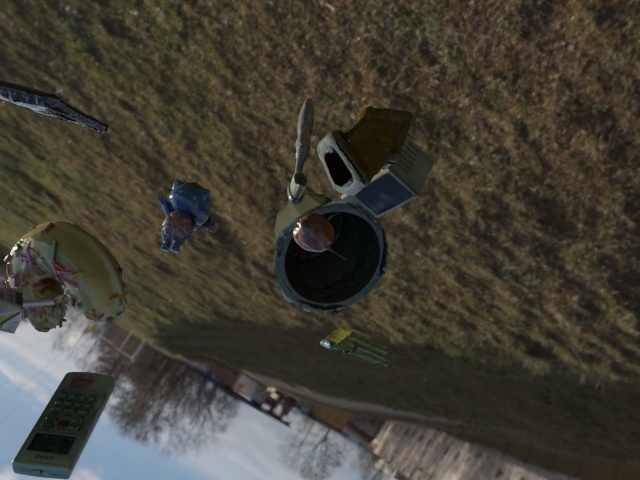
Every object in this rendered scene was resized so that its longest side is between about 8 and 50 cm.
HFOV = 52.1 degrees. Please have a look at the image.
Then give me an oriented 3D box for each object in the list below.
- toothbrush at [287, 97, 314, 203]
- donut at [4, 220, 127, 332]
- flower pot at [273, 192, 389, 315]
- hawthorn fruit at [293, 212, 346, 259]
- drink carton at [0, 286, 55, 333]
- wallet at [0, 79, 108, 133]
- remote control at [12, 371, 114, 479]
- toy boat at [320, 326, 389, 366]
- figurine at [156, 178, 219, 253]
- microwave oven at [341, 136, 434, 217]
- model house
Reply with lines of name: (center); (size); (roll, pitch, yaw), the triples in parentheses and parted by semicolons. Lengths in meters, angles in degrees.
toothbrush: (-0.028, -0.163, 1.091); (0.028, 0.037, 0.375); (18, -148, -9)
donut: (-0.707, 0.100, 1.776); (0.371, 0.150, 0.307); (-11, 104, 33)
flower pot: (0.000, 0.000, 1.623); (0.290, 0.290, 0.259); (38, -172, -26)
hawthorn fruit: (0.000, 0.000, 1.108); (0.103, 0.067, 0.067); (50, 166, -3)
drink carton: (-0.589, 0.120, 1.173); (0.200, 0.074, 0.084); (13, -152, -32)
wallet: (-0.456, -0.213, 0.937); (0.286, 0.030, 0.146); (18, -178, 15)
remote control: (-0.664, 0.475, 1.723); (0.145, 0.050, 0.344); (6, -150, 0)
toy boat: (0.128, 0.362, 2.249); (0.276, 0.084, 0.111); (25, 168, -36)
figurine: (-0.322, -0.050, 1.577); (0.114, 0.178, 0.144); (12, 162, 27)
microwave oven: (0.207, -0.197, 2.041); (0.145, 0.193, 0.241); (38, 145, -18)
model house: (0.124, -0.256, 1.742); (0.173, 0.239, 0.268); (49, 166, -5)
